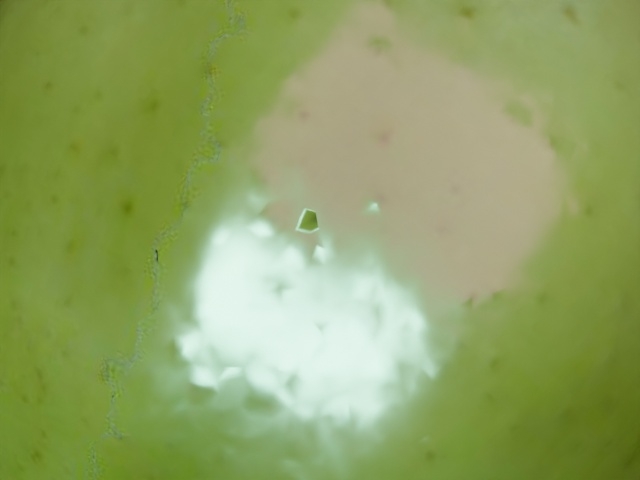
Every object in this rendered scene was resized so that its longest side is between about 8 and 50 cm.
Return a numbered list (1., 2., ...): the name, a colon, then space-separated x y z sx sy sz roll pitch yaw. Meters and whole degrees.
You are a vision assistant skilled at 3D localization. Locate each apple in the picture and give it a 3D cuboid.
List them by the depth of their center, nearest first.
1. apple: 0.000 0.000 0.667 0.474 0.473 0.473 2 81 -13
